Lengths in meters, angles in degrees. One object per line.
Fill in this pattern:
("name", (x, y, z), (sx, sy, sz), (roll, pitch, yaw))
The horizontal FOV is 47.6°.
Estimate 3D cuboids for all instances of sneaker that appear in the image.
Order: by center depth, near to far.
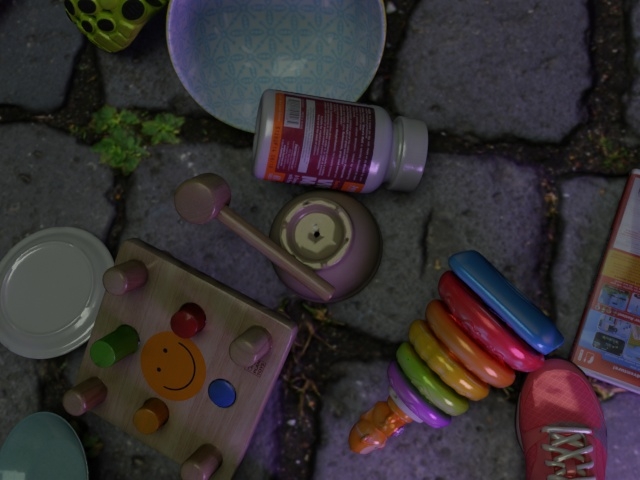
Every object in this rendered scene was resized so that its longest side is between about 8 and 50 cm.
("sneaker", (0.305, 0.297, 0.872), (0.116, 0.136, 0.313), (-1, 80, 7))
("sneaker", (-0.266, -0.364, 1.053), (0.296, 0.109, 0.123), (-11, 36, 44))

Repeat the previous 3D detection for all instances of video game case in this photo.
("video game case", (0.466, 0.068, 0.949), (0.204, 0.025, 0.285), (20, 83, 11))

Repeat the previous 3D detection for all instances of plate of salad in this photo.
("plate of salad", (-0.388, 0.075, 1.057), (0.200, 0.048, 0.199), (-3, 69, 8))

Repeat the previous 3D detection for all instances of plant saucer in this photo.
("plant saucer", (-0.372, 0.333, 0.992), (0.195, 0.037, 0.194), (-8, 75, 30))

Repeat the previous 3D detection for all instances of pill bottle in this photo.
("pill bottle", (0.024, -0.128, 0.975), (0.221, 0.121, 0.121), (7, 80, -10))

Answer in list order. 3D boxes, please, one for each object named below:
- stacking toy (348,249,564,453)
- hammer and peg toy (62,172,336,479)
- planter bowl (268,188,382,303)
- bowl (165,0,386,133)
("stacking toy", (0.145, 0.171, 0.924), (0.302, 0.175, 0.166), (-47, 74, 10))
("hammer and peg toy", (-0.158, 0.115, 0.917), (0.266, 0.127, 0.361), (28, 107, 11))
("planter bowl", (0.000, 0.000, 0.984), (0.162, 0.109, 0.161), (-2, 80, 9))
("bowl", (-0.061, -0.308, 1.008), (0.290, 0.289, 0.156), (-14, 35, 5))
